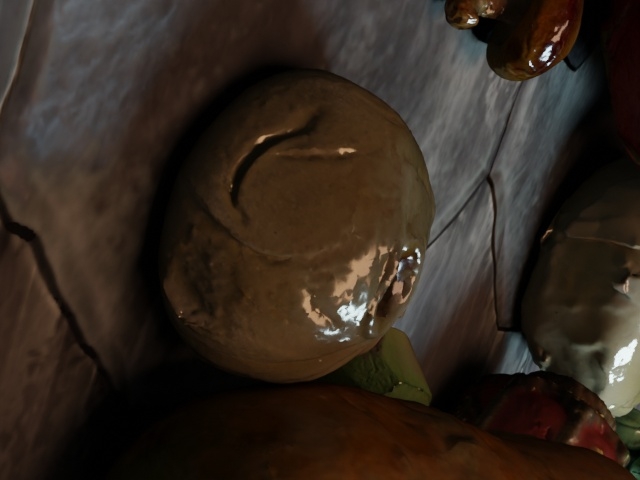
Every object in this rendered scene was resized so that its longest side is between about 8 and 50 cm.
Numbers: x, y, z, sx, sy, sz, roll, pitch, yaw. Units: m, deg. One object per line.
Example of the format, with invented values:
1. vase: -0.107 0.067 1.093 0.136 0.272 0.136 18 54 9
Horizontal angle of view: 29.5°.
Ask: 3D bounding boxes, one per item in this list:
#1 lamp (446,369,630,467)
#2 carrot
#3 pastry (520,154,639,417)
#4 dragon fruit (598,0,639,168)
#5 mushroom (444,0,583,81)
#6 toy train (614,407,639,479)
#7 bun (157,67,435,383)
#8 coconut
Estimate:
1. lamp: 0.145 0.237 1.037 0.274 0.177 0.177 -48 147 -23
2. carrot: 0.035 0.200 0.706 0.340 0.224 0.224 15 101 -35
3. pastry: 0.293 0.042 1.156 0.265 0.133 0.265 -39 146 -33
4. dragon fruit: 0.365 -0.139 0.972 0.277 0.277 0.343 -23 112 -50
5. mushroom: 0.131 -0.143 0.807 0.129 0.073 0.088 -23 165 -46
6. toy train: 0.342 0.329 1.397 0.159 0.188 0.272 -16 123 -55
7. bun: 0.000 0.000 0.659 0.173 0.113 0.166 -65 151 -3
8. coconut: 0.027 0.094 0.816 0.082 0.081 0.083 -16 150 -17
